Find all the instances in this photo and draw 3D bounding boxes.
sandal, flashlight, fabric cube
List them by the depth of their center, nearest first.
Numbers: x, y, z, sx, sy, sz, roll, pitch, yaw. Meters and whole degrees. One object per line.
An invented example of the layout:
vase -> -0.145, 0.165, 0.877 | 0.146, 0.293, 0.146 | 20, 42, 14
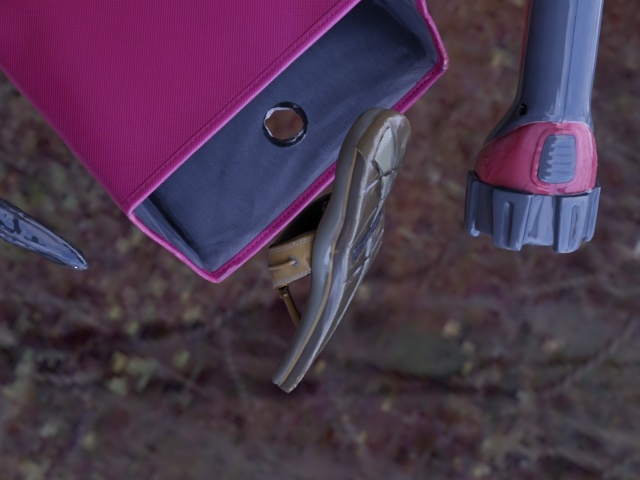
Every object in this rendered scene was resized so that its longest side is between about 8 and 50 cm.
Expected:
sandal -> 0.000, 0.000, 0.959 | 0.072, 0.049, 0.180 | -54, 165, -45
fabric cube -> -0.096, -0.162, 1.380 | 0.254, 0.258, 0.259 | -44, 164, -1
flashlight -> 0.169, -0.148, 1.407 | 0.103, 0.103, 0.304 | -22, 120, -58

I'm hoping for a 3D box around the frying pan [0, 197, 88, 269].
frying pan -> -0.286, -0.067, 0.956 | 0.326, 0.197, 0.053 | 41, 74, -38
